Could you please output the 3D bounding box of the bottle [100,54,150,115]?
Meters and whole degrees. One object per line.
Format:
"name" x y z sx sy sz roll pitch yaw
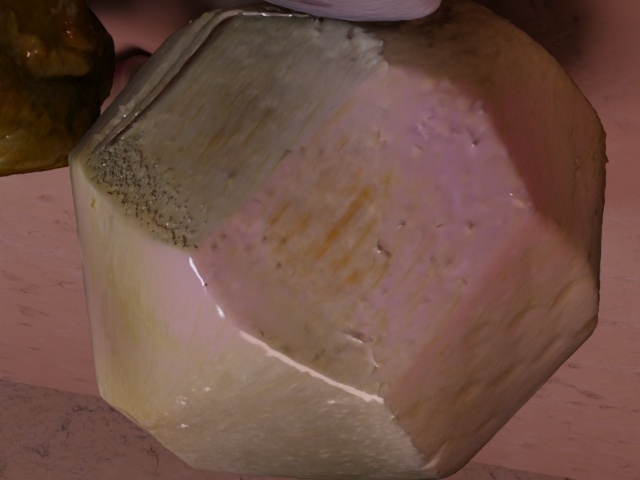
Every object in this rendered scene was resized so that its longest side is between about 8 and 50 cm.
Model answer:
"bottle" -0.166 -0.117 1.098 0.045 0.045 0.096 26 156 -38

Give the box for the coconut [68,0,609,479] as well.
"coconut" 0.000 0.000 0.896 0.353 0.352 0.352 9 161 3

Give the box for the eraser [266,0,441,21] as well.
"eraser" -0.039 -0.178 0.657 0.174 0.094 0.270 19 -177 14

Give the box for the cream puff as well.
"cream puff" -0.259 -0.112 0.926 0.244 0.196 0.244 20 -177 -1
